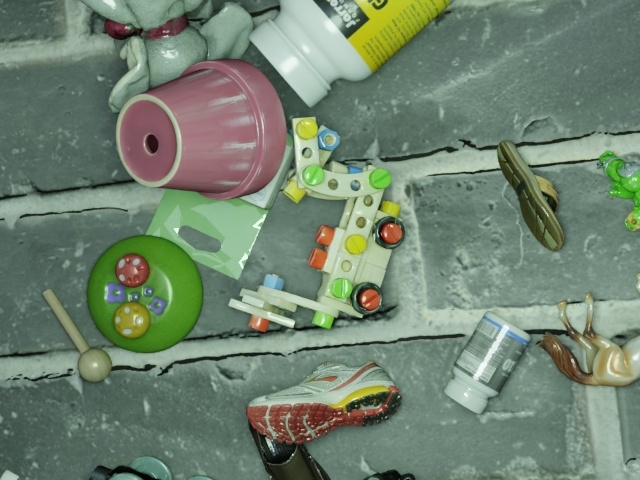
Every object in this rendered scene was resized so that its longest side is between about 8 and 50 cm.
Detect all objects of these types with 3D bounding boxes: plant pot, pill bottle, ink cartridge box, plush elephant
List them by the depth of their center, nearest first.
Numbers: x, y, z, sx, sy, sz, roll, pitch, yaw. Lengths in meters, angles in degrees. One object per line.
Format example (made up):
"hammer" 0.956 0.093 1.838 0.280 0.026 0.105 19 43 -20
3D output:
"plant pot" -0.178 -0.150 1.704 0.201 0.180 0.201 10 105 37
"pill bottle" 0.241 0.179 1.769 0.078 0.078 0.137 31 91 9
"pill bottle" 0.063 -0.356 1.772 0.334 0.188 0.188 -42 82 4
"plush elephant" -0.249 -0.339 1.805 0.330 0.272 0.255 36 133 39
"ink cartridge box" -0.155 -0.081 1.854 0.171 0.056 0.235 24 88 9

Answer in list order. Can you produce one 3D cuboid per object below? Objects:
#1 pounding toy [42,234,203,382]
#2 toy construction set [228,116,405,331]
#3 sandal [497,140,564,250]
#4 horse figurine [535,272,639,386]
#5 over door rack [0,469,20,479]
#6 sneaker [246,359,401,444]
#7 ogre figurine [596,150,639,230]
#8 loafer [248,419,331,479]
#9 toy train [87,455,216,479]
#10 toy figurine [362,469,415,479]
"pounding toy" -0.299 0.096 1.830 0.237 0.110 0.183 -30 86 6
"toy construction set" 0.000 0.000 1.777 0.215 0.151 0.328 21 98 -16
"sandal" 0.318 -0.071 1.786 0.049 0.072 0.180 -23 79 -16
"horse figurine" 0.448 0.143 1.747 0.263 0.066 0.174 -20 84 6
"over door rack" -0.372 0.487 1.729 0.239 0.324 0.108 25 51 8
"sneaker" -0.001 0.232 1.775 0.225 0.088 0.093 -7 42 -17
"ogre figurine" 0.473 -0.052 1.731 0.097 0.118 0.197 -21 83 6
"loafer" -0.049 0.336 1.799 0.080 0.078 0.220 -33 82 5
"toy train" -0.203 0.448 1.791 0.334 0.142 0.190 17 98 9
"toy figurine" 0.114 0.448 1.734 0.209 0.148 0.213 30 90 9
